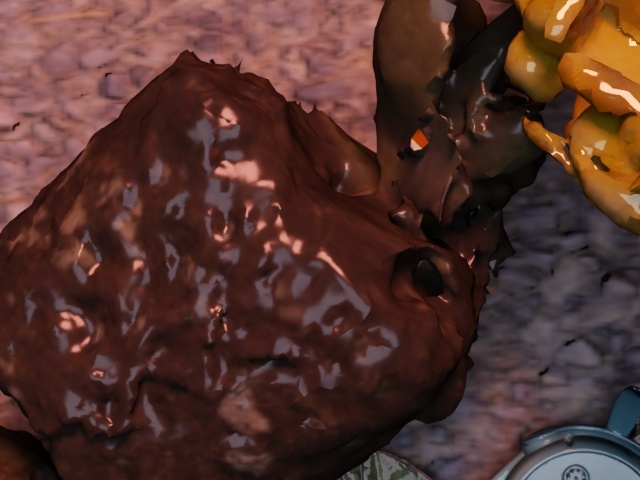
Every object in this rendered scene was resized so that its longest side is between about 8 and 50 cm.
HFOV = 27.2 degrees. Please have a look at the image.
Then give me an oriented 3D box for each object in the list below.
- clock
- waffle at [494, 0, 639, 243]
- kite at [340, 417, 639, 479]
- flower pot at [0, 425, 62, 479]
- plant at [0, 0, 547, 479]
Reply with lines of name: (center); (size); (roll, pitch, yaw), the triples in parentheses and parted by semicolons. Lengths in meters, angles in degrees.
clock: (0.146, 0.149, 0.719); (0.108, 0.045, 0.147); (38, 94, 7)
waffle: (0.247, -0.114, 0.570); (0.382, 0.095, 0.379); (-10, 60, -14)
kite: (0.136, 0.220, 0.747); (0.323, 0.013, 0.267); (23, 91, 8)
flower pot: (-0.232, 0.215, 0.677); (0.302, 0.302, 0.213); (-7, 92, 9)
plant: (0.000, 0.000, 0.663); (0.312, 0.215, 0.213); (-34, 85, 6)
